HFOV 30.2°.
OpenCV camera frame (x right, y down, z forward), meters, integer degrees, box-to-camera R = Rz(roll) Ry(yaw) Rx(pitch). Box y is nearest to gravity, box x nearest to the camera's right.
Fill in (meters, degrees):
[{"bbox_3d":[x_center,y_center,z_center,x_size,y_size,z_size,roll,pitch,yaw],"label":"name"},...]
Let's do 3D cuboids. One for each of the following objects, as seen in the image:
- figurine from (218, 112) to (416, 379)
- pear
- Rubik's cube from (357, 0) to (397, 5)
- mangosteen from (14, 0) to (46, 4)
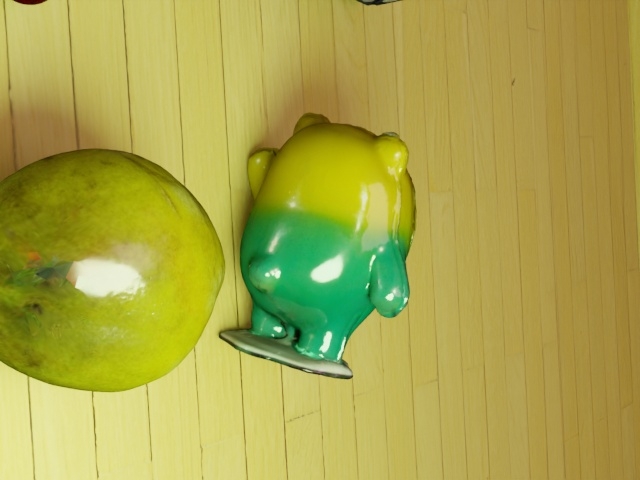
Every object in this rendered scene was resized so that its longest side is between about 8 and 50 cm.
[{"bbox_3d":[0.000,0.000,1.617,0.231,0.323,0.340,14,91,-52],"label":"figurine"},{"bbox_3d":[-0.240,0.030,1.268,0.321,0.269,0.269,6,84,-45],"label":"pear"},{"bbox_3d":[0.115,-0.541,1.789,0.310,0.307,0.305,7,82,-57],"label":"Rubik's cube"},{"bbox_3d":[-0.321,-0.301,1.316,0.081,0.081,0.081,4,85,-57],"label":"mangosteen"}]
